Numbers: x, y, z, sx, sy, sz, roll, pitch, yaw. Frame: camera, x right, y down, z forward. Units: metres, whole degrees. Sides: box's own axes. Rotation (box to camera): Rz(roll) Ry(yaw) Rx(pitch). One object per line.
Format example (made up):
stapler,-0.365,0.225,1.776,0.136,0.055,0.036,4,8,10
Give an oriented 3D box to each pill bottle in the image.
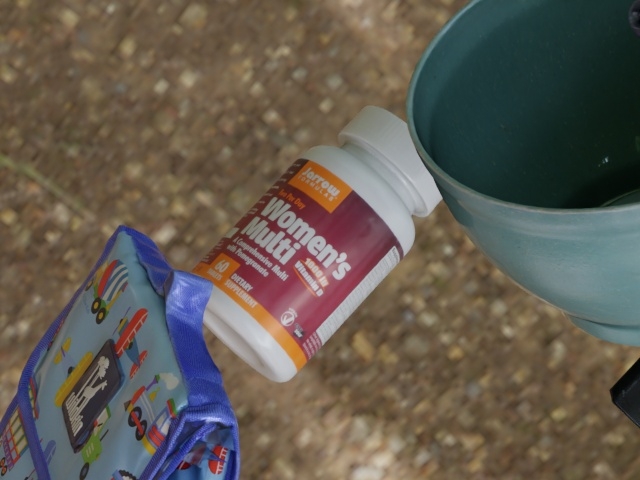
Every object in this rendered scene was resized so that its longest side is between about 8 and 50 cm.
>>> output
pill bottle,0.000,0.000,1.526,0.121,0.121,0.221,43,78,-1

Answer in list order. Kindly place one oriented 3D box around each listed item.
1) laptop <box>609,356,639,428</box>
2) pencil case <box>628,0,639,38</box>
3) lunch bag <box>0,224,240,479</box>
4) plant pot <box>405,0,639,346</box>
laptop,0.431,0.149,1.762,0.136,0.234,0.264,43,-2,36
pencil case,0.225,0.036,0.836,0.184,0.160,0.410,22,53,-25
lunch bag,-0.128,0.149,1.214,0.138,0.293,0.221,14,24,-24
plant pot,0.225,-0.050,1.306,0.293,0.293,0.196,-77,155,-45
